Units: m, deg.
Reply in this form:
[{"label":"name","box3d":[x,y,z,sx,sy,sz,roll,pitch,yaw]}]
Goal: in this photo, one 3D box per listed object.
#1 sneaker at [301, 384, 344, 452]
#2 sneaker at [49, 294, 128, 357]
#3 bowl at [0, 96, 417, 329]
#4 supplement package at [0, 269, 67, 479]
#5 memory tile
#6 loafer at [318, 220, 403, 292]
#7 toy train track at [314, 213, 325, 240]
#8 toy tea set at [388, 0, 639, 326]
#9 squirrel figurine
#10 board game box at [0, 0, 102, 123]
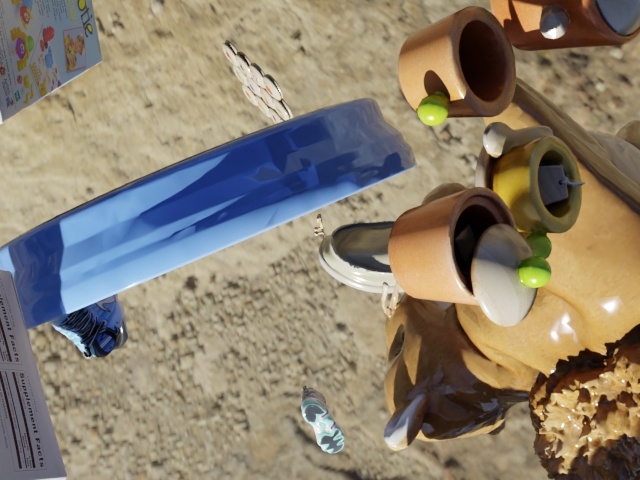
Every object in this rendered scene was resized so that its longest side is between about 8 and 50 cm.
[{"label":"sneaker","box3d":[0.002,0.236,1.597,0.038,0.069,0.098,-23,120,3]},{"label":"sneaker","box3d":[-0.195,0.062,1.001,0.063,0.162,0.073,-33,79,3]},{"label":"bowl","box3d":[-0.107,-0.026,1.050,0.391,0.391,0.077,-23,92,-4]},{"label":"supplement package","box3d":[-0.300,0.107,0.696,0.194,0.149,0.203,-24,163,18]},{"label":"memory tile","box3d":[-0.079,-0.198,1.567,0.012,0.148,0.113,-36,136,-10]},{"label":"loafer","box3d":[0.133,0.010,1.530,0.269,0.102,0.092,5,136,-3]},{"label":"toy train track","box3d":[0.000,0.000,1.662,0.014,0.083,0.048,-10,148,2]},{"label":"toy tea set","box3d":[0.147,-0.104,0.786,0.200,0.124,0.336,17,72,-44]},{"label":"squirrel figurine","box3d":[0.227,0.105,1.136,0.281,0.397,0.370,1,136,-52]},{"label":"board game box","box3d":[-0.400,-0.251,1.451,0.142,0.275,0.144,1,113,16]}]
